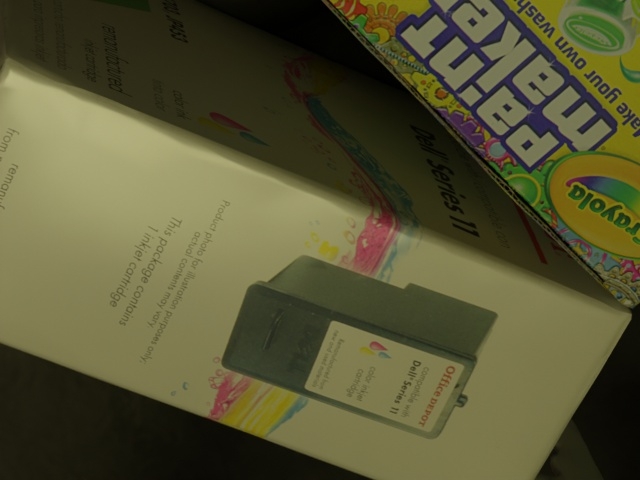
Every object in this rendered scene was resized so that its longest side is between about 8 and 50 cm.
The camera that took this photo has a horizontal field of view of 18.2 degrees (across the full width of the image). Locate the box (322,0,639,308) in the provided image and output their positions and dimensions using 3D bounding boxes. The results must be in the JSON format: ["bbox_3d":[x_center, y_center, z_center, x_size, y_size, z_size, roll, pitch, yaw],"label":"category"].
[{"bbox_3d":[0.061,-0.174,0.784,0.177,0.279,0.290,-42,113,12],"label":"box"}]

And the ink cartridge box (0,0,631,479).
[{"bbox_3d":[0.000,0.000,0.894,0.353,0.207,0.119,22,109,-18],"label":"ink cartridge box"}]
